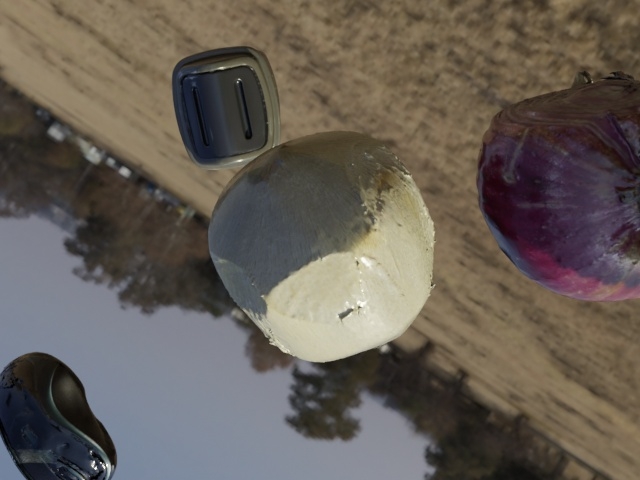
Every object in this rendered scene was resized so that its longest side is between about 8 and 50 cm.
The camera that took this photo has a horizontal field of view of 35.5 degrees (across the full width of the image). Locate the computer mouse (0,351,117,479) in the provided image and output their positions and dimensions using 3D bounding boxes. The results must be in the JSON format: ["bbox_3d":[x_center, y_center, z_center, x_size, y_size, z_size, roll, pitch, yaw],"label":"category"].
[{"bbox_3d":[-0.397,0.276,1.465,0.233,0.137,0.096,53,-158,4],"label":"computer mouse"}]

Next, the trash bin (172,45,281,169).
[{"bbox_3d":[-0.161,-0.247,1.817,0.290,0.182,0.210,-79,-22,-76],"label":"trash bin"}]

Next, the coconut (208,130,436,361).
[{"bbox_3d":[0.000,0.000,1.112,0.245,0.245,0.247,31,165,45],"label":"coconut"}]

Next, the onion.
[{"bbox_3d":[0.293,-0.050,1.079,0.256,0.230,0.272,58,178,2],"label":"onion"}]
